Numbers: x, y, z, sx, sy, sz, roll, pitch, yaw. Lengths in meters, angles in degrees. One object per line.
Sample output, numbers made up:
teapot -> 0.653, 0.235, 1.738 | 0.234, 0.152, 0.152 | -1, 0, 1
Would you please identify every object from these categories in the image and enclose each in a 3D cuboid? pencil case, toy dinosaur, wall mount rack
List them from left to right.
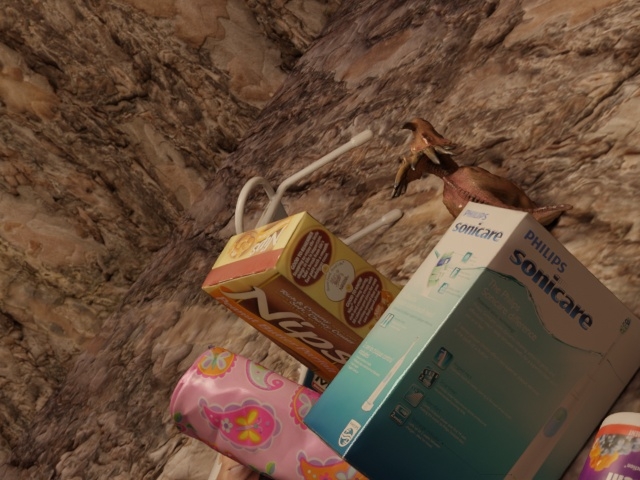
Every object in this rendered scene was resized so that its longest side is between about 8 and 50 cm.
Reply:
pencil case -> -0.044, 0.233, 1.225 | 0.124, 0.284, 0.124 | -55, -22, -34
wall mount rack -> 0.000, 0.000, 1.602 | 0.130, 0.350, 0.304 | 10, 58, 26
toy dinosaur -> 0.198, -0.061, 1.339 | 0.127, 0.200, 0.295 | -51, 20, -3

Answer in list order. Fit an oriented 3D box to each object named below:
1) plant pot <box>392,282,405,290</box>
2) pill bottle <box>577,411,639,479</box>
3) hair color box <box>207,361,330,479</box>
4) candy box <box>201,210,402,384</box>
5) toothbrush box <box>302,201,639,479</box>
plant pot -> 0.075, 0.104, 1.438 | 0.134, 0.134, 0.095 | 6, 83, 67
pill bottle -> 0.246, 0.247, 0.818 | 0.108, 0.108, 0.193 | -14, 40, 58
hair color box -> -0.071, 0.334, 1.342 | 0.174, 0.105, 0.347 | -33, 25, 38
candy box -> 0.032, 0.105, 1.221 | 0.183, 0.316, 0.088 | -17, 38, 56
toothbrush box -> 0.163, 0.141, 1.027 | 0.295, 0.216, 0.126 | -53, 20, -6
